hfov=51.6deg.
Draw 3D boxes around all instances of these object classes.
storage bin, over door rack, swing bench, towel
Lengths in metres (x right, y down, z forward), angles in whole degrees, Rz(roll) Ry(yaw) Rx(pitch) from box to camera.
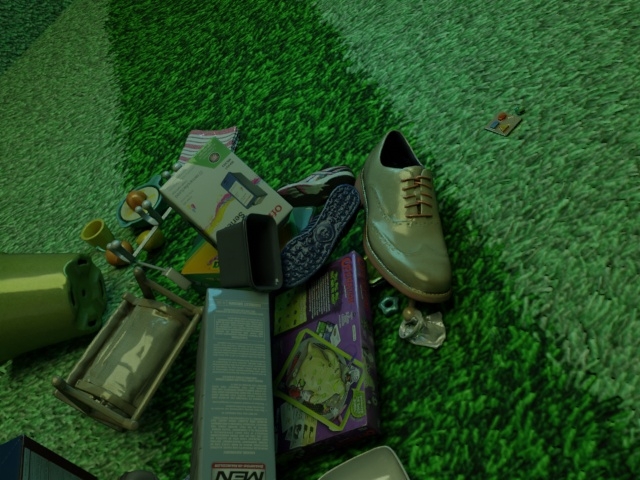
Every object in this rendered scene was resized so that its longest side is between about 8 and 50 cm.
[{"bbox_3d":[-0.129,0.027,1.188,0.091,0.098,0.135,-12,81,35],"label":"storage bin"},{"bbox_3d":[-0.326,-0.045,1.436,0.324,0.108,0.239,14,65,50],"label":"over door rack"},{"bbox_3d":[-0.366,0.217,1.266,0.253,0.165,0.255,-60,9,-25],"label":"swing bench"},{"bbox_3d":[-0.297,-0.224,1.710,0.144,0.029,0.197,-2,46,13],"label":"towel"}]

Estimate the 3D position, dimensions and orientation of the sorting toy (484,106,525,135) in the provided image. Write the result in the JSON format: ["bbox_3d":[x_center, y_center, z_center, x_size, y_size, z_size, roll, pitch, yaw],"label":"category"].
[{"bbox_3d":[0.391,-0.257,1.394,0.083,0.012,0.062,-46,45,-14],"label":"sorting toy"}]

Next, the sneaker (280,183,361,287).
[{"bbox_3d":[0.000,0.000,1.259,0.081,0.090,0.232,38,83,12],"label":"sneaker"}]

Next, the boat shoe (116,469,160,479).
[{"bbox_3d":[-0.334,0.528,0.998,0.130,0.132,0.355,-10,55,30],"label":"boat shoe"}]

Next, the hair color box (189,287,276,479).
[{"bbox_3d":[-0.146,0.279,1.076,0.114,0.185,0.374,6,45,-12],"label":"hair color box"}]

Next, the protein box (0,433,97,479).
[{"bbox_3d":[-0.522,0.465,1.125,0.200,0.201,0.135,-27,44,6],"label":"protein box"}]

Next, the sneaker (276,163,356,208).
[{"bbox_3d":[-0.006,-0.122,1.469,0.179,0.071,0.077,-10,35,11],"label":"sneaker"}]

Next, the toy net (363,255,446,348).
[{"bbox_3d":[0.126,0.119,1.184,0.122,0.045,0.232,-38,44,-6],"label":"toy net"}]

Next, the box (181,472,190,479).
[{"bbox_3d":[-0.224,0.451,1.097,0.137,0.027,0.094,-42,46,-11],"label":"box"}]

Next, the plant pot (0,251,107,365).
[{"bbox_3d":[-0.629,0.132,1.468,0.254,0.276,0.276,-9,47,7],"label":"plant pot"}]

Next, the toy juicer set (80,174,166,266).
[{"bbox_3d":[-0.428,-0.072,1.634,0.329,0.089,0.209,-41,44,-10],"label":"toy juicer set"}]

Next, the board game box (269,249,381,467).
[{"bbox_3d":[-0.003,0.198,1.153,0.208,0.056,0.346,-30,40,29],"label":"board game box"}]

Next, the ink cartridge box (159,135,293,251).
[{"bbox_3d":[-0.182,-0.071,1.291,0.212,0.093,0.154,44,77,0],"label":"ink cartridge box"}]

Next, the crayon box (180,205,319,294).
[{"bbox_3d":[-0.137,0.024,1.391,0.279,0.081,0.165,-3,51,27],"label":"crayon box"}]

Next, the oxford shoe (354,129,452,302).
[{"bbox_3d":[0.153,-0.056,1.222,0.141,0.146,0.396,1,42,-19],"label":"oxford shoe"}]

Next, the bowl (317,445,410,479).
[{"bbox_3d":[0.075,0.389,0.966,0.142,0.053,0.142,-29,43,4],"label":"bowl"}]
